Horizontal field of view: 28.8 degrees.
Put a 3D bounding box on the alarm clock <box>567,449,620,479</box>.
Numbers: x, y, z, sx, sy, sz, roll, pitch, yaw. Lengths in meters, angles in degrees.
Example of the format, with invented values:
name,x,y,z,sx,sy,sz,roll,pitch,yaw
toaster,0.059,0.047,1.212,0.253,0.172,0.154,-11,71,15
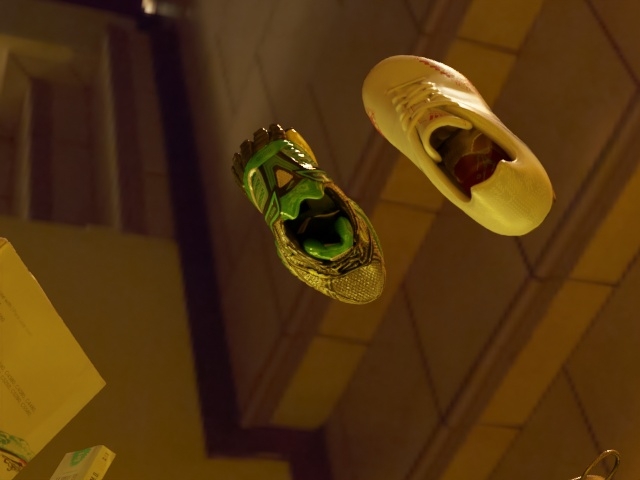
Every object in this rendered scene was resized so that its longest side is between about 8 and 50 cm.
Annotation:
name,x,y,z,sx,sy,sz,roll,pitch,yaw
alarm clock,0.195,0.233,0.958,0.064,0.129,0.192,47,140,42

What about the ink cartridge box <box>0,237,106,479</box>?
name,x,y,z,sx,sy,sz,roll,pitch,yaw
ink cartridge box,-0.390,0.138,1.172,0.198,0.197,0.270,12,49,45

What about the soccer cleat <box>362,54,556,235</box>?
name,x,y,z,sx,sy,sz,roll,pitch,yaw
soccer cleat,0.136,-0.133,1.400,0.116,0.143,0.331,-49,49,8

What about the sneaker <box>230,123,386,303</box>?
name,x,y,z,sx,sy,sz,roll,pitch,yaw
sneaker,0.000,0.000,1.667,0.134,0.343,0.146,-37,49,4

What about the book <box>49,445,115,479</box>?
name,x,y,z,sx,sy,sz,roll,pitch,yaw
book,-0.274,0.285,1.303,0.096,0.035,0.144,-25,31,53
